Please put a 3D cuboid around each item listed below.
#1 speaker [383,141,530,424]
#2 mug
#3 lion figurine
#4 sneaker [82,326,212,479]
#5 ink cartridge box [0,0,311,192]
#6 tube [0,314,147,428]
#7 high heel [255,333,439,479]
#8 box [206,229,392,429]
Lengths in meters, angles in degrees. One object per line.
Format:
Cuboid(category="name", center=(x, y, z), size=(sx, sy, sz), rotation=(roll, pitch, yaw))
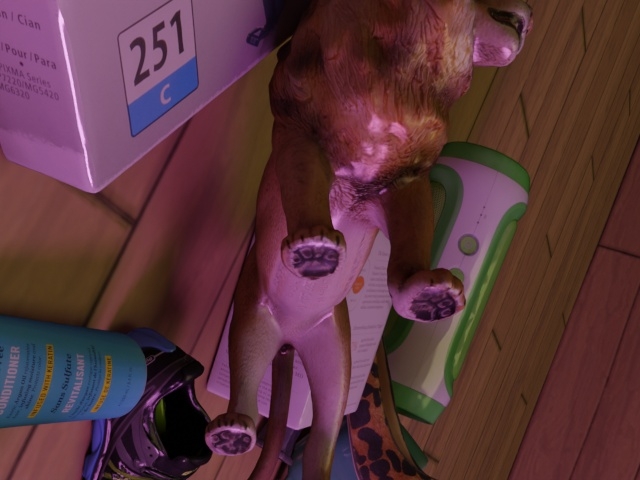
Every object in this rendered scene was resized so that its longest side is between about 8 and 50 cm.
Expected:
Cuboid(category="speaker", center=(0.129, 0.045, 1.040), size=(0.296, 0.131, 0.131), rotation=(-66, 157, -11))
Cuboid(category="mug", center=(0.022, 0.231, 0.955), size=(0.158, 0.097, 0.129), rotation=(-29, 169, -45))
Cuboid(category="lion figurine", center=(0.000, 0.000, 0.613), size=(0.240, 0.142, 0.392), rotation=(-94, -153, -46))
Cuboid(category="sneaker", center=(-0.114, 0.151, 0.639), size=(0.067, 0.078, 0.188), rotation=(-32, 136, -56))
Cuboid(category="ink cartridge box", center=(-0.066, -0.210, 0.487), size=(0.296, 0.066, 0.261), rotation=(-49, 150, -41))
Cuboid(category="tube", center=(-0.175, 0.068, 0.490), size=(0.207, 0.052, 0.080), rotation=(15, 84, -61))
Cuboid(category="high heel", center=(0.089, 0.162, 0.870), size=(0.186, 0.261, 0.093), rotation=(-61, 164, -16))
Cuboid(category="box", center=(-0.005, 0.057, 0.791), size=(0.130, 0.091, 0.170), rotation=(9, 100, -66))
